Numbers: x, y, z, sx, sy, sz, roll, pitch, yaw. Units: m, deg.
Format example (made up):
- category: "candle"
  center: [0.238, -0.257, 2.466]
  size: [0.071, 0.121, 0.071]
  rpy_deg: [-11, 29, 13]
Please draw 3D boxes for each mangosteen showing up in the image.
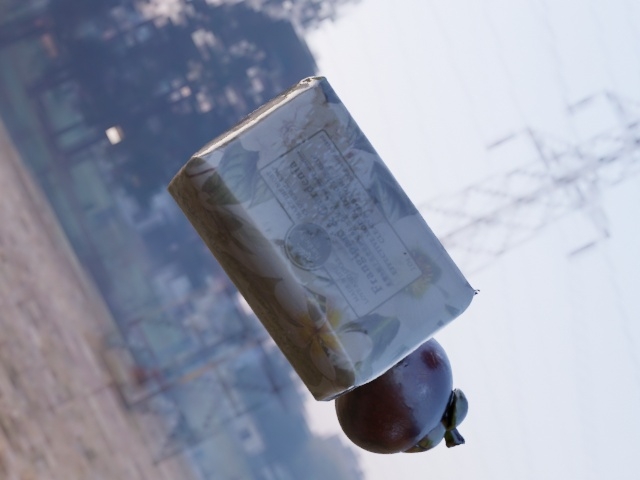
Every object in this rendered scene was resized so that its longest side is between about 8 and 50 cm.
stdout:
- category: "mangosteen"
  center: [0.047, 0.089, 1.086]
  size: [0.081, 0.081, 0.081]
  rpy_deg: [63, -6, 11]

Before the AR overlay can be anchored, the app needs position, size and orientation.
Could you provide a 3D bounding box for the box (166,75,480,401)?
- category: "box"
  center: [0.000, 0.000, 0.614]
  size: [0.098, 0.062, 0.045]
  rpy_deg: [53, -22, -1]
